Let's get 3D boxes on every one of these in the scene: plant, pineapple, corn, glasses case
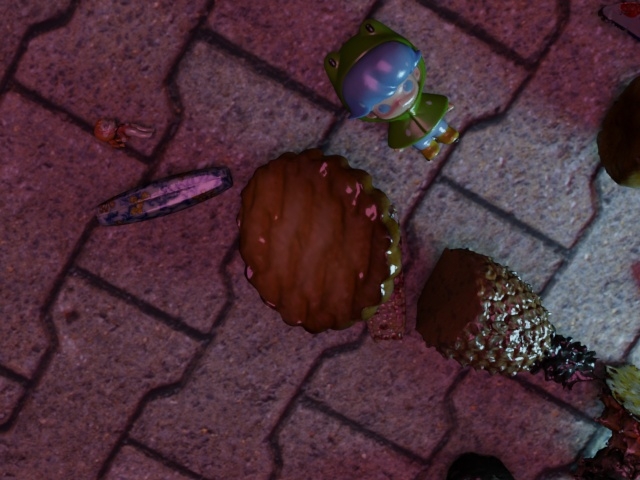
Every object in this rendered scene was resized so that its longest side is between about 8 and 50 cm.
[{"bbox_3d":[0.307,0.501,1.555,0.149,0.274,0.146,-2,97,0],"label":"plant"},{"bbox_3d":[0.569,0.409,1.573,0.262,0.262,0.272,23,114,-5],"label":"pineapple"},{"bbox_3d":[0.348,0.164,1.537,0.362,0.202,0.202,27,103,-24],"label":"pineapple"},{"bbox_3d":[0.106,0.057,1.544,0.092,0.092,0.280,-7,104,2],"label":"corn"},{"bbox_3d":[-0.276,-0.078,1.519,0.248,0.087,0.065,-16,90,5],"label":"glasses case"}]

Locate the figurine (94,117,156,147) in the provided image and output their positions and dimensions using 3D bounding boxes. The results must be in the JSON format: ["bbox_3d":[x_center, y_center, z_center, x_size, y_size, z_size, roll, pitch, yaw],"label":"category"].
[{"bbox_3d":[-0.346,-0.190,1.510,0.109,0.064,0.047,5,125,9],"label":"figurine"}]

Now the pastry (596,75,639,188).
[{"bbox_3d":[0.549,-0.180,1.427,0.093,0.182,0.192,14,141,-12],"label":"pastry"}]

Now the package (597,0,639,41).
[{"bbox_3d":[0.606,-0.398,1.452,0.269,0.071,0.194,12,107,-16],"label":"package"}]

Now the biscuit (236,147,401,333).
[{"bbox_3d":[0.000,0.000,1.476,0.325,0.107,0.326,10,109,31],"label":"biscuit"}]

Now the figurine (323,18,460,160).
[{"bbox_3d":[0.126,-0.247,1.458,0.162,0.143,0.263,-38,117,16],"label":"figurine"}]
